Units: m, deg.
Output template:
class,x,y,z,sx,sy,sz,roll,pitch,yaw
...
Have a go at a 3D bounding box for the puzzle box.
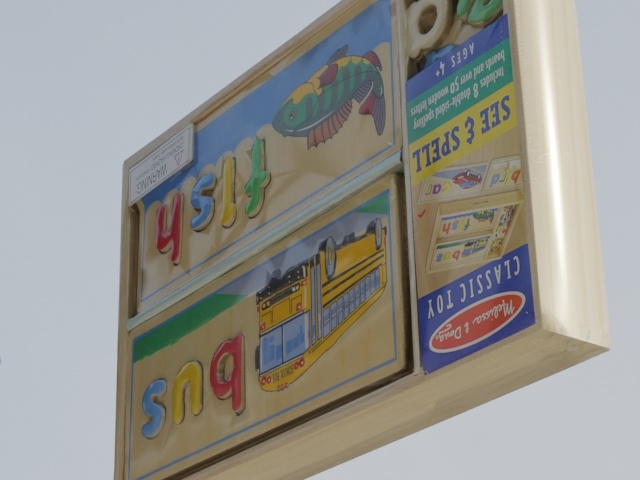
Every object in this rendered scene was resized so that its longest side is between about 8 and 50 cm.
class,x,y,z,sx,sy,sz,roll,pitch,yaw
puzzle box,0.000,0.000,0.985,0.052,0.272,0.409,16,-31,-34
